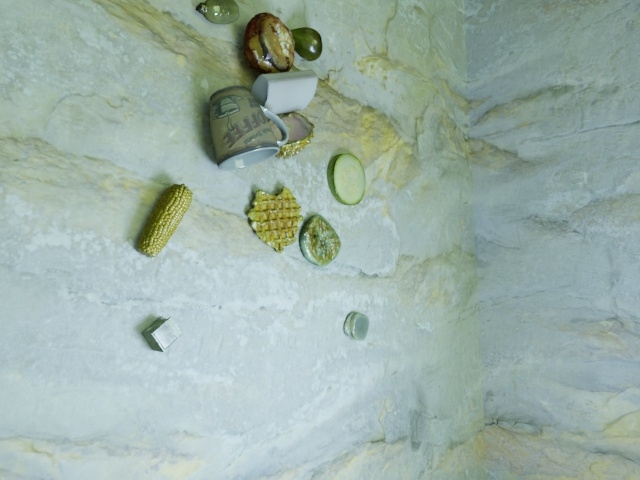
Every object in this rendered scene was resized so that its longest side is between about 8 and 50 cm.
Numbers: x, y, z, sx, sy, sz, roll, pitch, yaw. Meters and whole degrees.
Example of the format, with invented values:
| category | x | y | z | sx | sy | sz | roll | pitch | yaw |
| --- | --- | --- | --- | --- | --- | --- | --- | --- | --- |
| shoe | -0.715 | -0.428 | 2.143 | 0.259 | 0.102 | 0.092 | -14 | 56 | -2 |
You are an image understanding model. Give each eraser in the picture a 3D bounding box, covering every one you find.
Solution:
| category | x | y | z | sx | sy | sz | roll | pitch | yaw |
| --- | --- | --- | --- | --- | --- | --- | --- | --- | --- |
| eraser | -0.145 | -0.581 | 1.893 | 0.270 | 0.174 | 0.095 | -23 | 67 | -41 |

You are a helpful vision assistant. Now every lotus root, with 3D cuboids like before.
| category | x | y | z | sx | sy | sz | roll | pitch | yaw |
| --- | --- | --- | --- | --- | --- | --- | --- | --- | --- |
| lotus root | -0.368 | -0.837 | 1.743 | 0.183 | 0.077 | 0.090 | -26 | 105 | -49 |

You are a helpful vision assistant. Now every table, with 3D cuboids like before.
| category | x | y | z | sx | sy | sz | roll | pitch | yaw |
| --- | --- | --- | --- | --- | --- | --- | --- | --- | --- |
| table | -0.493 | 0.290 | 1.496 | 0.083 | 0.062 | 0.079 | -46 | 119 | -41 |

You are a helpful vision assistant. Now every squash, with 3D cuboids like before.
| category | x | y | z | sx | sy | sz | roll | pitch | yaw |
| --- | --- | --- | --- | --- | --- | --- | --- | --- | --- |
| squash | 0.123 | -0.290 | 2.290 | 0.252 | 0.049 | 0.252 | 3 | 86 | -48 |

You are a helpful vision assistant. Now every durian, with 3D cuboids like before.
| category | x | y | z | sx | sy | sz | roll | pitch | yaw |
| --- | --- | --- | --- | --- | --- | --- | --- | --- | --- |
| durian | -0.117 | -0.409 | 1.913 | 0.305 | 0.196 | 0.185 | -45 | 126 | -44 |

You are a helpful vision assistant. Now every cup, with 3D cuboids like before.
| category | x | y | z | sx | sy | sz | roll | pitch | yaw |
| --- | --- | --- | --- | --- | --- | --- | --- | --- | --- |
| cup | -0.254 | -0.412 | 1.715 | 0.301 | 0.227 | 0.257 | -16 | 91 | -36 |

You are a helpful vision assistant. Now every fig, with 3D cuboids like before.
| category | x | y | z | sx | sy | sz | roll | pitch | yaw |
| --- | --- | --- | --- | --- | --- | --- | --- | --- | --- |
| fig | -0.071 | -0.858 | 2.060 | 0.185 | 0.127 | 0.132 | 11 | 91 | -52 |

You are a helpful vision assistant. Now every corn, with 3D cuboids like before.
| category | x | y | z | sx | sy | sz | roll | pitch | yaw |
| --- | --- | --- | --- | --- | --- | --- | --- | --- | --- |
| corn | -0.490 | -0.067 | 1.517 | 0.091 | 0.091 | 0.260 | 24 | 64 | -7 |

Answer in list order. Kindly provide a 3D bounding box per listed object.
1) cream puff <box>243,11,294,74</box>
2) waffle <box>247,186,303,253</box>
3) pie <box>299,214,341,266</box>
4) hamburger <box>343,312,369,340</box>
| category | x | y | z | sx | sy | sz | roll | pitch | yaw |
| --- | --- | --- | --- | --- | --- | --- | --- | --- | --- |
| cream puff | -0.206 | -0.749 | 1.863 | 0.240 | 0.164 | 0.240 | 30 | 56 | -59 |
| waffle | -0.174 | -0.099 | 1.917 | 0.291 | 0.051 | 0.291 | 6 | 82 | -48 |
| pie | 0.000 | 0.000 | 2.107 | 0.240 | 0.054 | 0.240 | 6 | 81 | -47 |
| hamburger | 0.173 | 0.406 | 2.263 | 0.140 | 0.062 | 0.133 | 29 | 69 | -46 |
